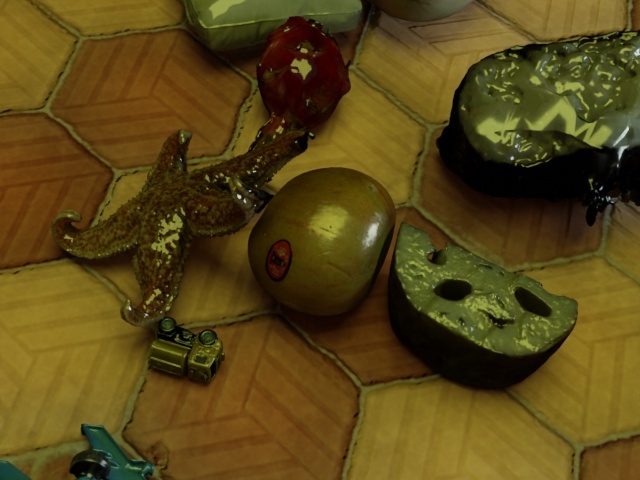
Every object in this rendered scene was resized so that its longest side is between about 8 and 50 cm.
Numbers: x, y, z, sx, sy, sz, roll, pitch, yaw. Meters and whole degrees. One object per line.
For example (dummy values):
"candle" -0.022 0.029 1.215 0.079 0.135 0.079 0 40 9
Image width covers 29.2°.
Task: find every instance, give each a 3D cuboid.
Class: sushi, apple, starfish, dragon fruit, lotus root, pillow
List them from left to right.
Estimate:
"starfish" -0.163 -0.037 1.464 0.303 0.113 0.312 3 47 43
"pillow" -0.102 -0.409 1.792 0.255 0.120 0.322 -12 53 -17
"dragon fruit" -0.040 -0.186 1.643 0.125 0.125 0.246 8 63 35
"apple" 0.000 0.000 1.460 0.155 0.182 0.182 18 53 11
"lotus root" 0.172 0.086 1.448 0.235 0.119 0.138 30 55 14
"sushi" 0.332 -0.131 1.586 0.348 0.207 0.234 -4 65 -3

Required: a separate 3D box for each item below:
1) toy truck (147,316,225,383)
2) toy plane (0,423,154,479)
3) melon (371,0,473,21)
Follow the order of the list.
"toy truck" -0.153 0.130 1.420 0.083 0.049 0.054 16 54 7
"toy plane" -0.212 0.286 1.267 0.271 0.105 0.254 2 38 0
"melon" 0.165 -0.458 1.795 0.223 0.223 0.317 18 52 7
